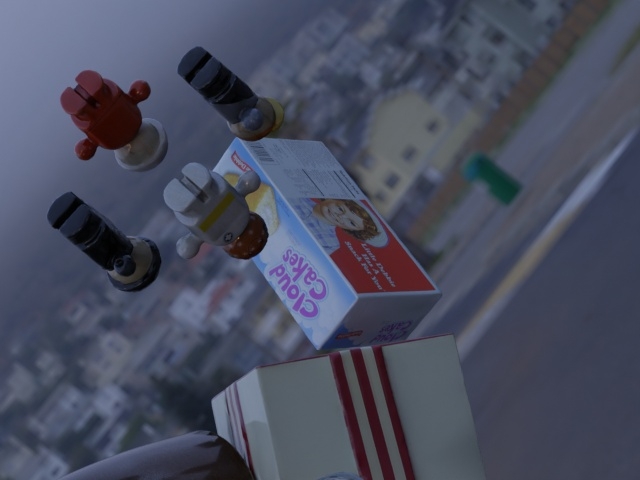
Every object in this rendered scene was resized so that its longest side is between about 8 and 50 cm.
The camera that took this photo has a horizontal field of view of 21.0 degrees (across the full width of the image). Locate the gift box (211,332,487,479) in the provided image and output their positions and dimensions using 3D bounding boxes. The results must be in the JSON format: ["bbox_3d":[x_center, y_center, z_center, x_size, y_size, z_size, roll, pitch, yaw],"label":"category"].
[{"bbox_3d":[0.029,0.251,1.772,0.255,0.258,0.276,-10,-10,-13],"label":"gift box"}]

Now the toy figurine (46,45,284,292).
[{"bbox_3d":[-0.146,-0.066,1.686,0.148,0.209,0.213,44,-140,-53],"label":"toy figurine"}]

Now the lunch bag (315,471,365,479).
[{"bbox_3d":[0.054,0.348,1.154,0.212,0.256,0.305,-38,38,-17],"label":"lunch bag"}]

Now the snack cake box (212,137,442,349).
[{"bbox_3d":[0.000,0.000,1.999,0.152,0.264,0.089,1,-47,-49],"label":"snack cake box"}]

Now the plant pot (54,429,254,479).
[{"bbox_3d":[-0.206,0.309,1.733,0.230,0.215,0.215,-2,-37,-38],"label":"plant pot"}]
